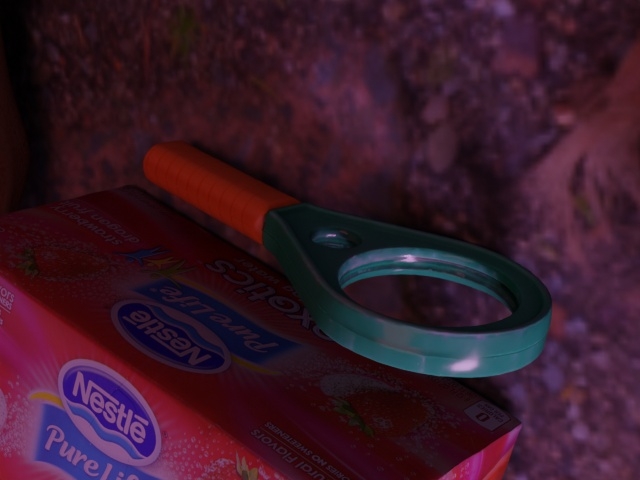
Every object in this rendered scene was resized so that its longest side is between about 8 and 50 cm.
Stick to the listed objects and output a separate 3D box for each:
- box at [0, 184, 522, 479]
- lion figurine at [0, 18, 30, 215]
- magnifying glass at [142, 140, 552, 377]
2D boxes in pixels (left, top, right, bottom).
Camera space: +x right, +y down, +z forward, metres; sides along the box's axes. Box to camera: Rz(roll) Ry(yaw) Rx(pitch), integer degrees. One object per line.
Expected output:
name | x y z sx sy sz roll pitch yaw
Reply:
box | -0.057 0.087 0.577 0.257 0.128 0.123 30 119 29
lion figurine | -0.222 -0.113 0.670 0.240 0.142 0.392 8 121 29
magnifying glass | 0.000 0.000 0.546 0.231 0.092 0.026 26 120 42
